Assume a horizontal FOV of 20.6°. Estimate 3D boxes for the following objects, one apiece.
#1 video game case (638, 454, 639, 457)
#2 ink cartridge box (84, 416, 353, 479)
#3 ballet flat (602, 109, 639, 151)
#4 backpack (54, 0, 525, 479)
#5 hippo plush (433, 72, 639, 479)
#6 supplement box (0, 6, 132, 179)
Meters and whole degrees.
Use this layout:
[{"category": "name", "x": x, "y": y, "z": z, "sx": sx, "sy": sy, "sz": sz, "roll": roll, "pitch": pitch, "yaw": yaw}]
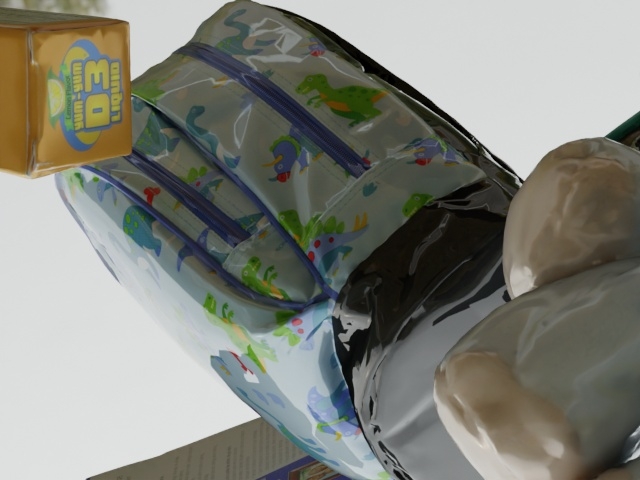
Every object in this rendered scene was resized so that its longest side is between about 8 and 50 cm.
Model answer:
[{"category": "video game case", "x": 0.324, "y": 0.313, "z": 1.958, "sx": 0.201, "sy": 0.183, "sz": 0.023, "roll": -36, "pitch": -155, "yaw": -11}, {"category": "ink cartridge box", "x": -0.042, "y": 0.206, "z": 1.336, "sx": 0.307, "sy": 0.072, "sz": 0.303, "roll": -23, "pitch": -167, "yaw": 4}, {"category": "ballet flat", "x": 0.303, "y": -0.080, "z": 1.079, "sx": 0.164, "sy": 0.483, "sz": 0.182, "roll": -12, "pitch": -119, "yaw": -42}, {"category": "backpack", "x": 0.000, "y": 0.000, "z": 1.106, "sx": 0.273, "sy": 0.290, "sz": 0.355, "roll": -32, "pitch": -126, "yaw": 2}, {"category": "hippo plush", "x": 0.201, "y": 0.017, "z": 0.605, "sx": 0.294, "sy": 0.236, "sz": 0.234, "roll": 6, "pitch": -127, "yaw": -7}, {"category": "supplement box", "x": -0.207, "y": -0.089, "z": 0.958, "sx": 0.233, "sy": 0.078, "sz": 0.080, "roll": 12, "pitch": -163, "yaw": 40}]
